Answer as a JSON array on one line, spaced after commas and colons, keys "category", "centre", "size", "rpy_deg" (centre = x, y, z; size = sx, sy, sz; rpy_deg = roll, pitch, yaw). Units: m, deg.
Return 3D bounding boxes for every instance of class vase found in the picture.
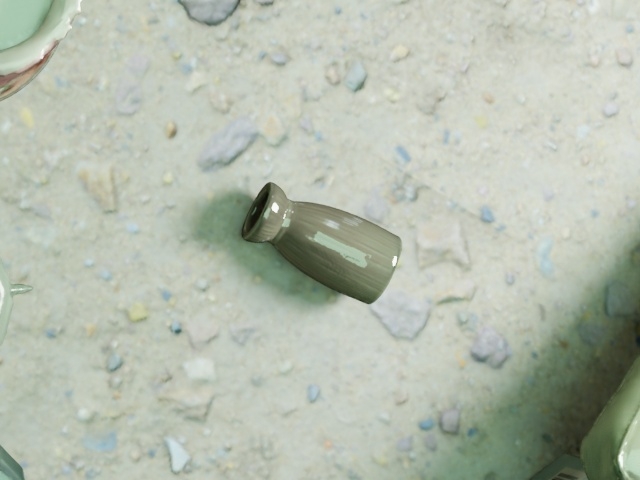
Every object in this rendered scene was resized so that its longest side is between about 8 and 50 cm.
[{"category": "vase", "centre": [0.000, 0.000, 1.279], "size": [0.100, 0.053, 0.053], "rpy_deg": [26, 82, -15]}]

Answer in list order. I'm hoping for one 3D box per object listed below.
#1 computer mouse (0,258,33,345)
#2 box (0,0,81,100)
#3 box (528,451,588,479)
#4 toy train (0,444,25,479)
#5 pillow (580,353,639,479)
[{"category": "computer mouse", "centre": [-0.268, 0.039, 1.173], "size": [0.181, 0.056, 0.089], "rpy_deg": [-8, 96, -29]}, {"category": "box", "centre": [-0.217, -0.155, 1.146], "size": [0.151, 0.135, 0.151], "rpy_deg": [-1, 92, -20]}, {"category": "box", "centre": [0.123, 0.279, 1.318], "size": [0.269, 0.079, 0.135], "rpy_deg": [-34, 102, -17]}, {"category": "toy train", "centre": [-0.276, 0.281, 1.122], "size": [0.249, 0.178, 0.429], "rpy_deg": [-1, 92, -10]}, {"category": "pillow", "centre": [0.332, 0.112, 1.346], "size": [0.255, 0.119, 0.322], "rpy_deg": [44, 60, -20]}]
